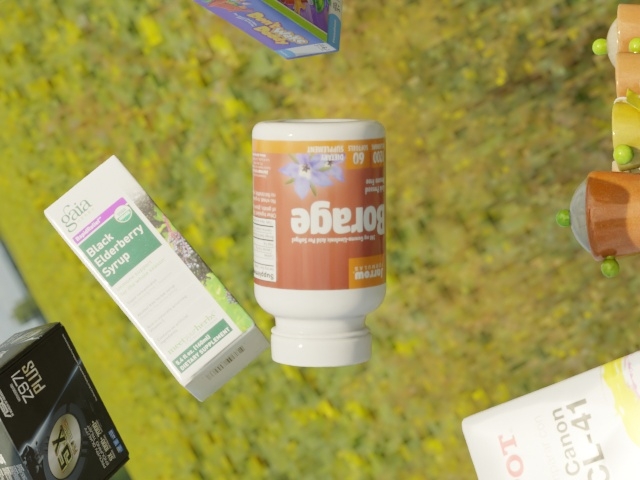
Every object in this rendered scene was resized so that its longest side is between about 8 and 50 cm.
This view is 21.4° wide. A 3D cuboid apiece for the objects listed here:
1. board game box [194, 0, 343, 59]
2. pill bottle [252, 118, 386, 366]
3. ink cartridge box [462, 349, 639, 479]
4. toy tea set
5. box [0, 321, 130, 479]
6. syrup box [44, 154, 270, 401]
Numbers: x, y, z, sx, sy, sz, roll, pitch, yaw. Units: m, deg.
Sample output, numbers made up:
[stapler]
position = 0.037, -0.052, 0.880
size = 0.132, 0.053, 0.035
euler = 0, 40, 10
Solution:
[board game box]
position = -0.057, -0.416, 1.987
size = 0.233, 0.078, 0.347
euler = 25, -115, -55
[pill bottle]
position = 0.000, 0.000, 1.523
size = 0.121, 0.121, 0.216
euler = -156, 64, -75
[ink cartridge box]
position = 0.281, 0.177, 1.164
size = 0.131, 0.306, 0.226
euler = 14, -125, -59
[toy tea set]
position = 0.314, -0.120, 1.806
size = 0.336, 0.124, 0.200
euler = -69, -30, -54
[box]
position = -0.308, 0.202, 1.833
size = 0.078, 0.147, 0.180
euler = -16, 106, 35
[syrup box]
position = -0.162, 0.037, 1.685
size = 0.237, 0.093, 0.096
euler = 49, 176, 17
